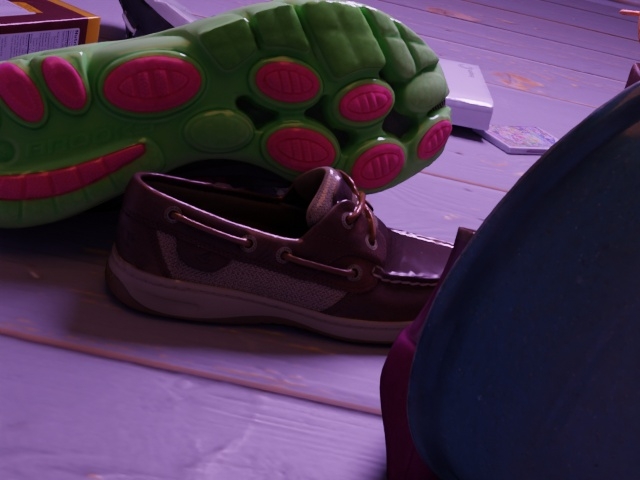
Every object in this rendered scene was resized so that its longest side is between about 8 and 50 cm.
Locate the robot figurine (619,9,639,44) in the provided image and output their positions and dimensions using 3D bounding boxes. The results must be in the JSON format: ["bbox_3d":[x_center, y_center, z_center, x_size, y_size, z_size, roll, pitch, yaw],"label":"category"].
[{"bbox_3d":[0.424,-0.216,1.103,0.219,0.128,0.158,14,43,-1],"label":"robot figurine"}]

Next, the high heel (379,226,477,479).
[{"bbox_3d":[0.145,0.098,0.843,0.127,0.181,0.377,22,4,30],"label":"high heel"}]

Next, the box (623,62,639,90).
[{"bbox_3d":[0.388,-0.058,1.138,0.167,0.203,0.168,15,23,2],"label":"box"}]

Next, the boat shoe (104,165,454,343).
[{"bbox_3d":[0.000,0.000,0.891,0.341,0.123,0.123,7,24,-16],"label":"boat shoe"}]

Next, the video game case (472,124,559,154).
[{"bbox_3d":[0.287,-0.143,1.519,0.122,0.011,0.087,-1,27,-31],"label":"video game case"}]

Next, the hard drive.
[{"bbox_3d":[0.065,-0.243,1.567,0.352,0.047,0.233,11,23,-2],"label":"hard drive"}]

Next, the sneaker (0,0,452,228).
[{"bbox_3d":[-0.108,-0.123,0.985,0.482,0.185,0.202,-5,11,-16],"label":"sneaker"}]

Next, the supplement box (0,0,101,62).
[{"bbox_3d":[-0.371,-0.194,1.121,0.191,0.129,0.194,26,26,27],"label":"supplement box"}]

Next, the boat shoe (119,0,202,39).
[{"bbox_3d":[-0.225,-0.291,1.470,0.114,0.091,0.302,23,13,-32],"label":"boat shoe"}]

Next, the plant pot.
[{"bbox_3d":[0.273,0.125,0.542,0.341,0.341,0.334,-2,35,-32],"label":"plant pot"}]

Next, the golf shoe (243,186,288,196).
[{"bbox_3d":[-0.114,-0.138,1.154,0.272,0.105,0.120,26,36,4],"label":"golf shoe"}]
